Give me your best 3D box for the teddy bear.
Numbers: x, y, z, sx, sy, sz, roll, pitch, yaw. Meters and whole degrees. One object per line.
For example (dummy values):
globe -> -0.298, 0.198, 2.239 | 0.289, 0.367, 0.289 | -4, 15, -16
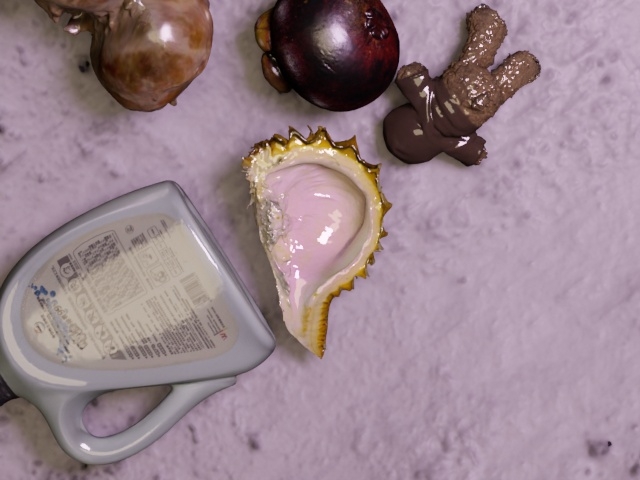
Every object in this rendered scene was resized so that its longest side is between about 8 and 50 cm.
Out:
teddy bear -> 0.128, -0.128, 1.755 | 0.160, 0.078, 0.119 | -43, 109, 5

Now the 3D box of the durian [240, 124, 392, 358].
durian -> -0.009, -0.003, 1.773 | 0.140, 0.078, 0.224 | -3, 107, -13

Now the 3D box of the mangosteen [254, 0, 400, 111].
mangosteen -> 0.000, -0.176, 1.737 | 0.140, 0.140, 0.140 | 0, 96, -1

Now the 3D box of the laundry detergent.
laundry detergent -> -0.204, 0.093, 1.760 | 0.280, 0.105, 0.215 | -33, 98, 1

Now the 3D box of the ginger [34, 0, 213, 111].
ginger -> -0.255, -0.279, 1.689 | 0.375, 0.176, 0.256 | 21, 111, -3
